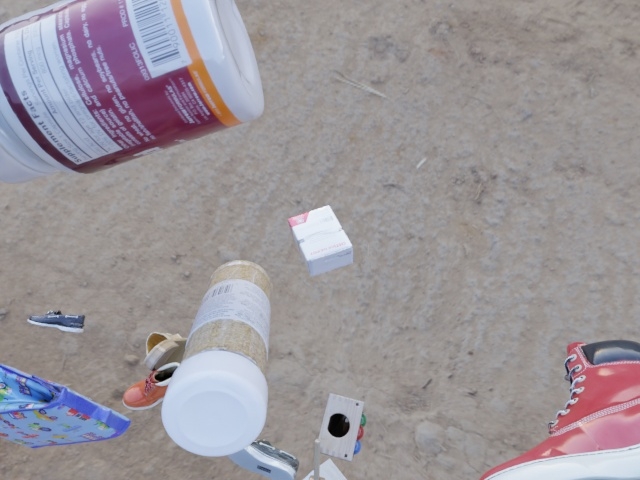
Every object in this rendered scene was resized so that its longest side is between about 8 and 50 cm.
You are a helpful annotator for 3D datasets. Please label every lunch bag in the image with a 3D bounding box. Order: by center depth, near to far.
[{"bbox_3d":[-0.599,0.388,1.053,0.293,0.221,0.138,-2,51,21],"label":"lunch bag"}]

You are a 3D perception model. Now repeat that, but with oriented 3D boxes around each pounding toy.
[{"bbox_3d":[0.041,0.458,1.035,0.094,0.181,0.206,11,66,11],"label":"pounding toy"}]

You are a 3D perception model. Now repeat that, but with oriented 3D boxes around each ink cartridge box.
[{"bbox_3d":[0.000,0.000,1.083,0.109,0.063,0.150,-18,48,-10],"label":"ink cartridge box"}]

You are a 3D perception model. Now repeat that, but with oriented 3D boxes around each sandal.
[{"bbox_3d":[-0.331,0.220,0.977,0.079,0.240,0.088,37,79,6],"label":"sandal"}]

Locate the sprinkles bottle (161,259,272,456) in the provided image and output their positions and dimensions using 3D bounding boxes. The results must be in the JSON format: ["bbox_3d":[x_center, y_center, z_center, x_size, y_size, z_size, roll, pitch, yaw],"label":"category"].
[{"bbox_3d":[-0.134,0.145,0.695,0.121,0.355,0.121,-1,109,-4],"label":"sprinkles bottle"}]

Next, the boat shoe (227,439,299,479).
[{"bbox_3d":[-0.165,0.596,1.291,0.219,0.070,0.078,25,120,4],"label":"boat shoe"}]

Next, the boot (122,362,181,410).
[{"bbox_3d":[-0.314,0.272,0.882,0.158,0.084,0.059,-21,57,3],"label":"boot"}]

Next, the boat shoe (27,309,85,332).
[{"bbox_3d":[-0.546,0.164,0.965,0.125,0.046,0.038,6,78,15],"label":"boat shoe"}]

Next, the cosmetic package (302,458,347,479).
[{"bbox_3d":[0.002,0.839,1.517,0.151,0.183,0.151,-47,68,5],"label":"cosmetic package"}]

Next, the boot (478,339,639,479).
[{"bbox_3d":[0.257,0.187,0.477,0.244,0.176,0.088,-17,116,1],"label":"boot"}]

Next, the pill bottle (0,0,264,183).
[{"bbox_3d":[-0.299,-0.224,0.661,0.392,0.224,0.224,-16,71,8],"label":"pill bottle"}]
